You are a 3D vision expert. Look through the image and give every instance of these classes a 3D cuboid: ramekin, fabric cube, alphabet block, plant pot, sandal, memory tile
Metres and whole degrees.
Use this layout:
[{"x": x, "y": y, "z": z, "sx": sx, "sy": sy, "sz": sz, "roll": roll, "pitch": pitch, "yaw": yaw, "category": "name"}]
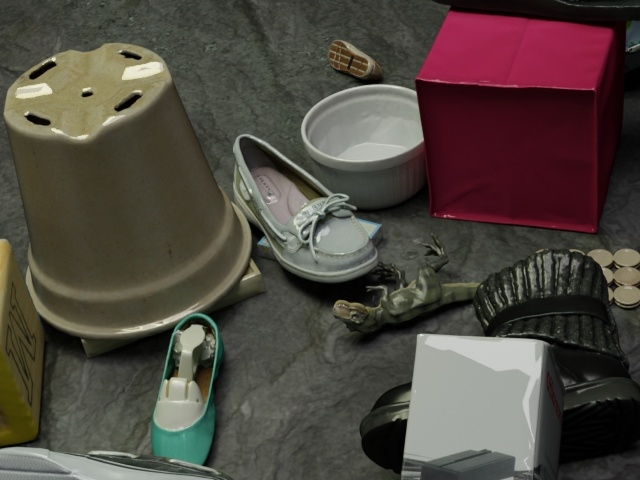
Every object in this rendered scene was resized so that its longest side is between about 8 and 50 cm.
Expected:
[{"x": 0.079, "y": -0.139, "z": 1.837, "sx": 0.207, "sy": 0.109, "sz": 0.207, "roll": -6, "pitch": 39, "yaw": 5, "category": "ramekin"}, {"x": 0.298, "y": -0.196, "z": 1.745, "sx": 0.259, "sy": 0.254, "sz": 0.258, "roll": 7, "pitch": 44, "yaw": 19, "category": "fabric cube"}, {"x": -0.475, "y": 0.144, "z": 1.551, "sx": 0.192, "sy": 0.193, "sz": 0.197, "roll": -13, "pitch": 39, "yaw": 0, "category": "alphabet block"}, {"x": -0.281, "y": -0.087, "z": 1.639, "sx": 0.333, "sy": 0.306, "sz": 0.334, "roll": -6, "pitch": 39, "yaw": 5, "category": "plant pot"}, {"x": 0.356, "y": -0.389, "z": 1.678, "sx": 0.445, "sy": 0.107, "sz": 0.168, "roll": 5, "pitch": 42, "yaw": 16, "category": "sandal"}, {"x": 0.359, "y": 0.052, "z": 1.620, "sx": 0.148, "sy": 0.012, "sz": 0.113, "roll": 0, "pitch": 40, "yaw": 12, "category": "memory tile"}]

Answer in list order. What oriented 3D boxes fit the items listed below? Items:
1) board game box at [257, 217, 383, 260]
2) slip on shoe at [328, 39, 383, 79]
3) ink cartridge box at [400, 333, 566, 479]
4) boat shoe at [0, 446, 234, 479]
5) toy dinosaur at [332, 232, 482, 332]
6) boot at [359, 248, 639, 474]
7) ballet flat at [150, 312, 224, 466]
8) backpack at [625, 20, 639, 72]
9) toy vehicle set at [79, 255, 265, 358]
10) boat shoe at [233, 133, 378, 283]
[{"x": 0.000, "y": 0.000, "z": 1.750, "sx": 0.154, "sy": 0.026, "sz": 0.103, "roll": 15, "pitch": 45, "yaw": 28, "category": "board game box"}, {"x": 0.062, "y": -0.316, "z": 2.109, "sx": 0.041, "sy": 0.051, "sz": 0.135, "roll": 13, "pitch": 13, "yaw": -38, "category": "slip on shoe"}, {"x": 0.153, "y": 0.267, "z": 1.148, "sx": 0.129, "sy": 0.223, "sz": 0.308, "roll": 3, "pitch": 70, "yaw": 17, "category": "ink cartridge box"}, {"x": -0.254, "y": 0.305, "z": 1.383, "sx": 0.335, "sy": 0.121, "sz": 0.119, "roll": 7, "pitch": 0, "yaw": 7, "category": "boat shoe"}, {"x": 0.137, "y": 0.059, "z": 1.628, "sx": 0.268, "sy": 0.064, "sz": 0.118, "roll": -14, "pitch": 45, "yaw": -8, "category": "toy dinosaur"}, {"x": 0.205, "y": 0.144, "z": 1.447, "sx": 0.347, "sy": 0.131, "sz": 0.260, "roll": -5, "pitch": 44, "yaw": -6, "category": "boot"}, {"x": -0.173, "y": 0.185, "z": 1.517, "sx": 0.083, "sy": 0.087, "sz": 0.247, "roll": -4, "pitch": 40, "yaw": 7, "category": "ballet flat"}, {"x": 0.416, "y": -0.382, "z": 1.975, "sx": 0.355, "sy": 0.273, "sz": 0.290, "roll": -24, "pitch": 46, "yaw": 3, "category": "backpack"}, {"x": -0.233, "y": 0.060, "z": 1.721, "sx": 0.266, "sy": 0.035, "sz": 0.166, "roll": -20, "pitch": 40, "yaw": -12, "category": "toy vehicle set"}, {"x": -0.033, "y": -0.046, "z": 1.707, "sx": 0.118, "sy": 0.103, "sz": 0.320, "roll": -26, "pitch": 41, "yaw": -18, "category": "boat shoe"}]
